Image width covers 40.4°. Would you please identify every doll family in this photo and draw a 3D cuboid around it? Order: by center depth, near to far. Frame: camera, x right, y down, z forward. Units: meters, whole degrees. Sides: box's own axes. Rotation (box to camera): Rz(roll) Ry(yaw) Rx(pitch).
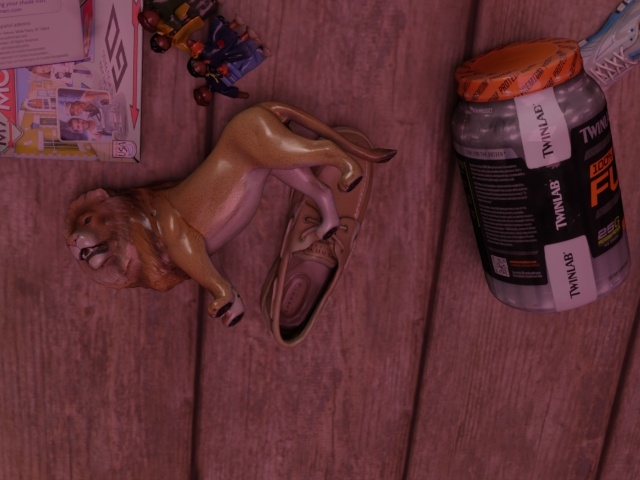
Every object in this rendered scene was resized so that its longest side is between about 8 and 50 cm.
[{"bbox_3d":[-0.144,-0.238,1.047,0.111,0.076,0.193,-43,115,3],"label":"doll family"}]

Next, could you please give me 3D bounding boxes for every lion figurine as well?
[{"bbox_3d":[-0.121,-0.055,1.072,0.392,0.142,0.240,-40,74,2],"label":"lion figurine"}]

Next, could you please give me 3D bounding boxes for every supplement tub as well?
[{"bbox_3d":[0.279,-0.084,1.114,0.193,0.193,0.316,-19,114,-2],"label":"supplement tub"}]

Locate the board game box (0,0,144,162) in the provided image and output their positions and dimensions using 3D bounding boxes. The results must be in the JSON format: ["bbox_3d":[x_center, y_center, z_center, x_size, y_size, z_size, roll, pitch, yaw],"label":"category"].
[{"bbox_3d":[-0.316,-0.253,1.026,0.213,0.046,0.318,1,111,-11],"label":"board game box"}]

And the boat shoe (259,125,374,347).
[{"bbox_3d":[0.000,0.000,1.150,0.109,0.098,0.302,18,108,-16],"label":"boat shoe"}]

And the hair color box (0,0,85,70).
[{"bbox_3d":[-0.354,-0.344,0.862,0.185,0.110,0.339,-14,120,-29],"label":"hair color box"}]

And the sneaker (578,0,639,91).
[{"bbox_3d":[0.386,-0.244,1.129,0.071,0.083,0.191,34,104,-21],"label":"sneaker"}]
